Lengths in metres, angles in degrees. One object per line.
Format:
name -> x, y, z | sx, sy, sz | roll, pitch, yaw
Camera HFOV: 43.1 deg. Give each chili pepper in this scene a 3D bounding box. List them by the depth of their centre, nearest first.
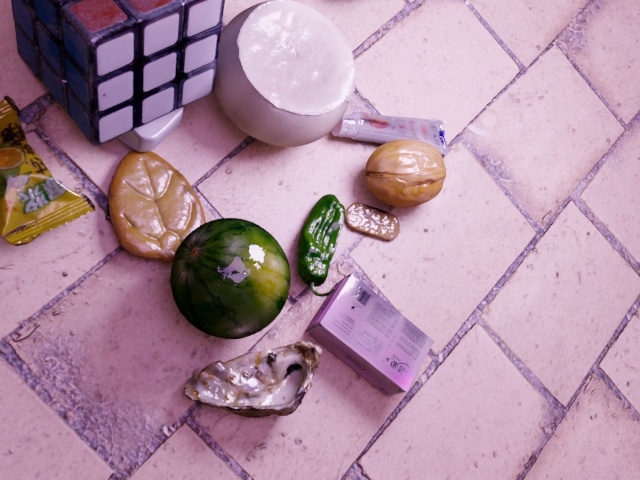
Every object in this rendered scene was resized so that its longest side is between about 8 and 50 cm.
chili pepper -> 0.001, 0.003, 1.801 | 0.100, 0.074, 0.257 | 24, 65, -17

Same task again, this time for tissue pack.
tissue pack -> 0.107, 0.211, 1.774 | 0.246, 0.092, 0.148 | 40, 61, -9

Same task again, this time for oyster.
oyster -> -0.134, 0.286, 1.654 | 0.294, 0.094, 0.166 | 0, 56, -15

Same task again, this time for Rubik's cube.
Rubik's cube -> -0.398, -0.425, 1.581 | 0.303, 0.301, 0.305 | -30, 70, -28

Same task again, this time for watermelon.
watermelon -> -0.177, 0.075, 1.603 | 0.242, 0.242, 0.242 | 8, 71, -23

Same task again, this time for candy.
candy -> -0.595, -0.132, 1.563 | 0.187, 0.081, 0.297 | -34, 79, -29

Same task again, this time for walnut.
walnut -> 0.201, -0.158, 1.902 | 0.206, 0.159, 0.159 | -6, 77, -26

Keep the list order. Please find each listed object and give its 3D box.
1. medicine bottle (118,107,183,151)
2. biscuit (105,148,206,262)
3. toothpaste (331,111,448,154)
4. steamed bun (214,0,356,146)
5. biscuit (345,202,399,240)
medicine bottle -> -0.355, -0.278, 1.717 | 0.119, 0.069, 0.183 | 35, 58, 4
biscuit -> -0.344, -0.075, 1.678 | 0.203, 0.041, 0.260 | -13, 75, -27
toothpaste -> 0.177, -0.268, 1.977 | 0.323, 0.066, 0.100 | 3, 68, -29
steamed bun -> -0.086, -0.363, 1.797 | 0.324, 0.206, 0.324 | 6, 72, -20
biscuit -> 0.123, -0.045, 1.905 | 0.147, 0.018, 0.071 | 17, 70, -21
